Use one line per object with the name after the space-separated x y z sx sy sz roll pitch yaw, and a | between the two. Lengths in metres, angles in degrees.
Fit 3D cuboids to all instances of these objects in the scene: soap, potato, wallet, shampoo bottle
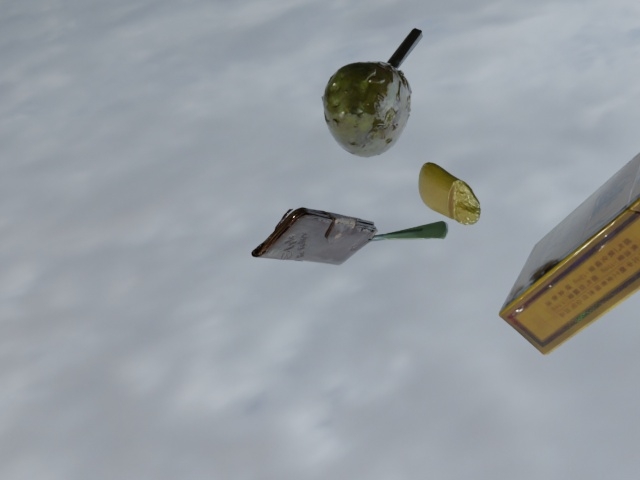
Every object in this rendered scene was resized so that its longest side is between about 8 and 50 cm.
0.224 -0.086 1.166 0.033 0.089 0.168 -15 -155 -21 | soap
0.098 -0.243 1.218 0.141 0.176 0.298 37 -164 17 | potato
0.000 0.000 0.853 0.095 0.176 0.026 -42 -119 25 | wallet
0.164 -0.383 1.353 0.137 0.027 0.048 -53 -163 -12 | shampoo bottle

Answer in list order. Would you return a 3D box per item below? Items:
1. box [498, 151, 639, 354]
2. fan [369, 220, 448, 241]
0.360 -0.014 0.772 0.084 0.301 0.193 41 -138 4 | box
0.159 -0.011 1.283 0.193 0.016 0.038 -8 -121 33 | fan
